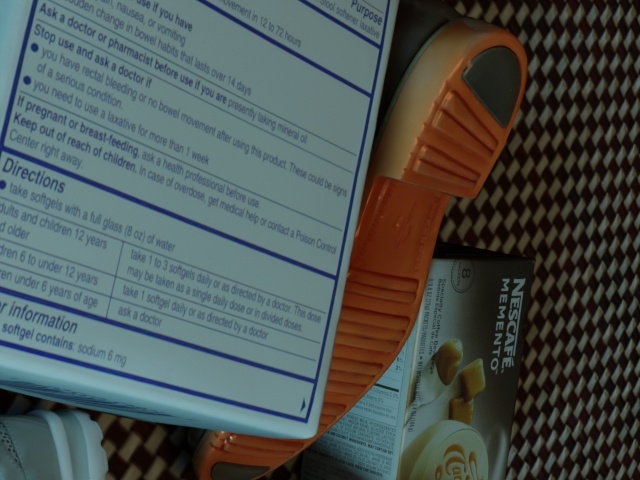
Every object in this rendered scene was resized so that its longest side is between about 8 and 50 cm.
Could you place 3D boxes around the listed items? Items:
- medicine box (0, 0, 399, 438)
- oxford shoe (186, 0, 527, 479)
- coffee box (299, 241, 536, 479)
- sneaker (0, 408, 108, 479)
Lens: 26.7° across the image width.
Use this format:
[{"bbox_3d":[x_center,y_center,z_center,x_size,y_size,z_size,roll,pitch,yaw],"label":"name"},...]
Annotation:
[{"bbox_3d":[-0.110,-0.057,0.737,0.263,0.149,0.289,23,73,-47],"label":"medicine box"},{"bbox_3d":[0.000,0.000,0.924,0.130,0.132,0.364,23,100,-54],"label":"oxford shoe"},{"bbox_3d":[0.072,0.126,1.032,0.141,0.098,0.247,2,97,-48],"label":"coffee box"},{"bbox_3d":[-0.177,0.224,0.736,0.115,0.105,0.281,11,50,-32],"label":"sneaker"}]
